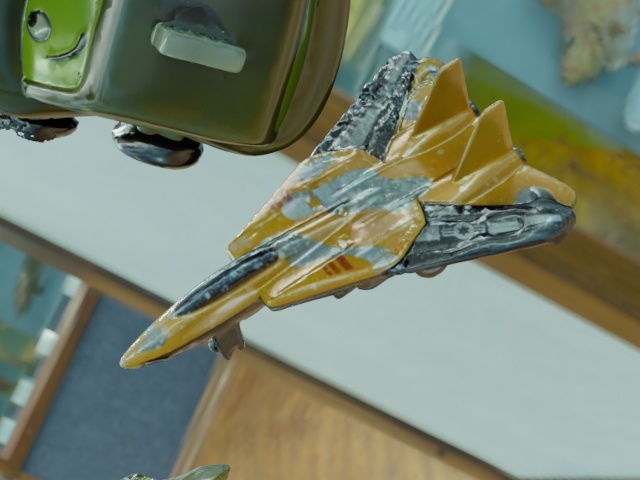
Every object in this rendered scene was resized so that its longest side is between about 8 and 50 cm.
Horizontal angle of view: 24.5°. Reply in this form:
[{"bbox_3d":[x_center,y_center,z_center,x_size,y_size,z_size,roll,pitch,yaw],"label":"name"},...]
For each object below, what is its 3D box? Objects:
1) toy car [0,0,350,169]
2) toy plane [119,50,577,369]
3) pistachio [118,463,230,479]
[{"bbox_3d":[-0.097,-0.132,0.850,0.198,0.248,0.204,-133,58,-65],"label":"toy car"},{"bbox_3d":[0.003,0.006,1.024,0.316,0.103,0.204,-37,57,-3],"label":"toy plane"},{"bbox_3d":[-0.136,0.205,1.071,0.173,0.049,0.089,-18,15,15],"label":"pistachio"}]
